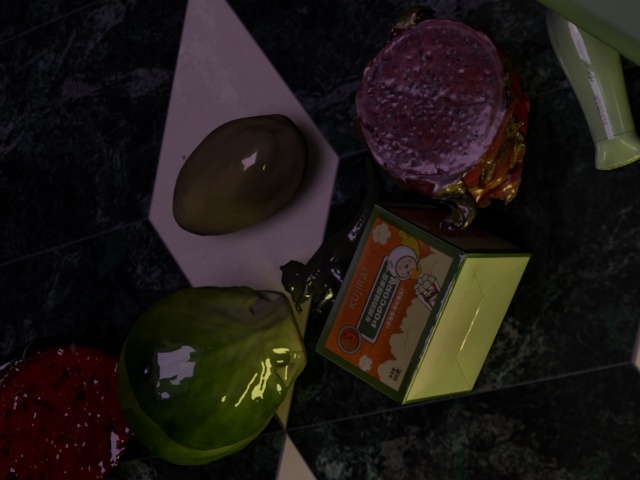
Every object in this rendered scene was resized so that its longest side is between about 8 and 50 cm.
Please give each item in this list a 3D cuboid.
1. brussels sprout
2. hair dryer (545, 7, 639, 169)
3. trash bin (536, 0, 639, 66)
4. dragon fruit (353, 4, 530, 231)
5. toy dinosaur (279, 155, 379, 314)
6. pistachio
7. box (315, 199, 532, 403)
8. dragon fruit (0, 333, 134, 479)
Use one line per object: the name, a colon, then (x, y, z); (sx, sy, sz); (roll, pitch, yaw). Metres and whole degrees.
brussels sprout: (-0.140, 0.164, 1.878); (0.271, 0.210, 0.219); (-30, 78, 12)
hair dryer: (0.388, -0.211, 1.620); (0.237, 0.075, 0.206); (-21, 85, 23)
trash bin: (0.334, -0.317, 1.504); (0.343, 0.158, 0.223); (32, 114, 11)
dragon fruit: (0.150, -0.136, 1.724); (0.211, 0.147, 0.282); (-16, 75, 20)
toy dinosaur: (0.000, 0.000, 1.848); (0.187, 0.087, 0.179); (-20, 80, 30)
pistachio: (-0.107, -0.085, 1.902); (0.226, 0.136, 0.136); (-37, 71, 34)
box: (0.121, 0.070, 1.713); (0.148, 0.177, 0.195); (31, 107, 30)
dragon fruit: (-0.377, 0.266, 2.084); (0.282, 0.100, 0.343); (44, 105, 23)
